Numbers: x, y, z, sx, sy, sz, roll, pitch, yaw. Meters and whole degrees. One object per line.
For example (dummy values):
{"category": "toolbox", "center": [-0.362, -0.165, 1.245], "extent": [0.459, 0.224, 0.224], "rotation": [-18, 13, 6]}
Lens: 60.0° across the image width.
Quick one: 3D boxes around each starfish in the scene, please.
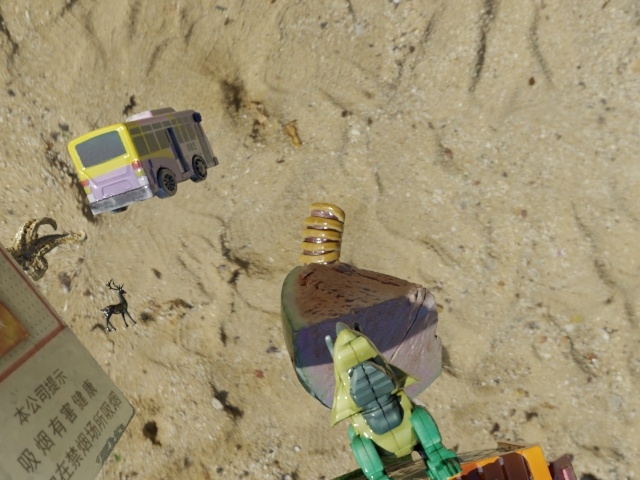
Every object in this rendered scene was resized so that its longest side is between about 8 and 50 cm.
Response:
{"category": "starfish", "center": [-0.531, 0.030, 1.015], "extent": [0.210, 0.150, 0.053], "rotation": [-25, 60, -27]}

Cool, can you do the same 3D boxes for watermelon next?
{"category": "watermelon", "center": [0.050, 0.169, 1.040], "extent": [0.319, 0.222, 0.292], "rotation": [-23, 128, -26]}

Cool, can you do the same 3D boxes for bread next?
{"category": "bread", "center": [0.000, 0.000, 1.613], "extent": [0.081, 0.134, 0.225], "rotation": [20, 76, -54]}

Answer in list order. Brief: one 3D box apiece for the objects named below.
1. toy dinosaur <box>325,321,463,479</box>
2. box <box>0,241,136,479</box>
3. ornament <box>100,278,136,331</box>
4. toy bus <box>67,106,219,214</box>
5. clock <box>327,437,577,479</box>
{"category": "toy dinosaur", "center": [0.065, 0.186, 0.548], "extent": [0.094, 0.259, 0.153], "rotation": [-23, 56, -4]}
{"category": "box", "center": [-0.323, 0.099, 0.477], "extent": [0.095, 0.210, 0.330], "rotation": [-34, 101, 7]}
{"category": "ornament", "center": [-0.492, 0.152, 1.327], "extent": [0.073, 0.028, 0.125], "rotation": [-12, 80, -41]}
{"category": "toy bus", "center": [-0.117, -0.058, 0.379], "extent": [0.052, 0.102, 0.058], "rotation": [-13, 105, 19]}
{"category": "clock", "center": [0.148, 0.306, 0.638], "extent": [0.220, 0.255, 0.106], "rotation": [4, 67, -46]}
